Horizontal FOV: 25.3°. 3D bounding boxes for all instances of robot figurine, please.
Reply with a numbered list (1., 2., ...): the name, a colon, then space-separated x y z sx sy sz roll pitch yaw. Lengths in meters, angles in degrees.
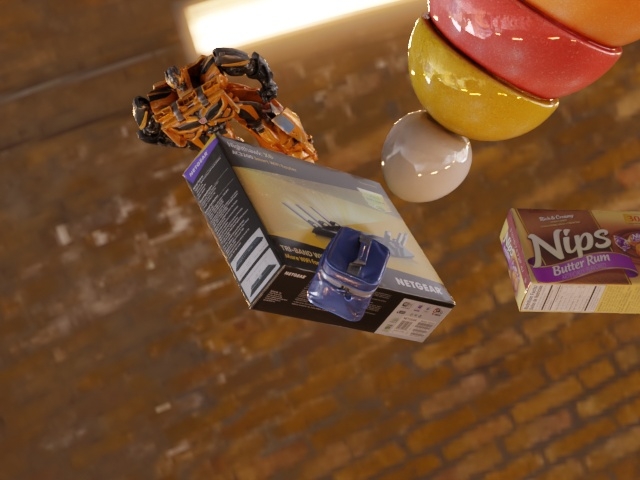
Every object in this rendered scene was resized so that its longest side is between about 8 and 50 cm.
1. robot figurine: -0.130 -0.159 2.023 0.211 0.291 0.085 -31 -124 14

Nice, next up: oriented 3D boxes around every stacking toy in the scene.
1. stacking toy: 0.224 -0.252 1.817 0.480 0.350 0.350 -54 -157 23

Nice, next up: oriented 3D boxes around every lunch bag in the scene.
1. lunch bag: 0.031 0.033 1.507 0.067 0.065 0.098 24 -149 -1

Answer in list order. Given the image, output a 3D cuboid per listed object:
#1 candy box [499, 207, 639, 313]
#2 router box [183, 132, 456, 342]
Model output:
1. candy box: 0.294 0.022 1.523 0.187 0.053 0.109 3 -133 -11
2. router box: 0.000 0.000 1.837 0.309 0.081 0.243 14 -145 -43
